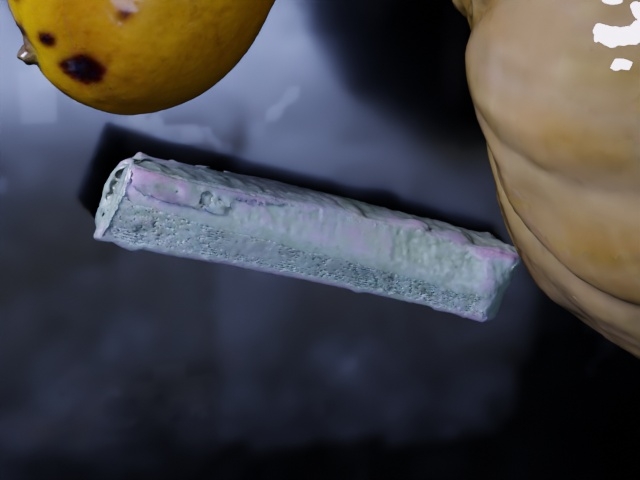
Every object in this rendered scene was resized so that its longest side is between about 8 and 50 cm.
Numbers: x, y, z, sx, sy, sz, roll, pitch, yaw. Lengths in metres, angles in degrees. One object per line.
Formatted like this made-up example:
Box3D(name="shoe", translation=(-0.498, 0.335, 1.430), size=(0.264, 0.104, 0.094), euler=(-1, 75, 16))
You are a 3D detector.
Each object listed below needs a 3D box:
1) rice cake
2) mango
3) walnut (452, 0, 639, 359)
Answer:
Box3D(name="rice cake", translation=(0.000, 0.000, 0.751), size=(0.211, 0.034, 0.043), euler=(12, 111, -22))
Box3D(name="mango", translation=(-0.056, -0.134, 0.645), size=(0.115, 0.090, 0.178), euler=(26, 99, -36))
Box3D(name="walnut", translation=(0.183, -0.091, 0.647), size=(0.285, 0.285, 0.296), euler=(-2, 77, -17))
